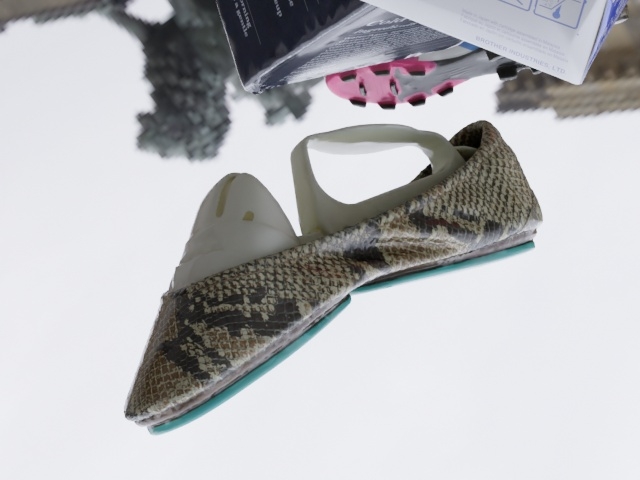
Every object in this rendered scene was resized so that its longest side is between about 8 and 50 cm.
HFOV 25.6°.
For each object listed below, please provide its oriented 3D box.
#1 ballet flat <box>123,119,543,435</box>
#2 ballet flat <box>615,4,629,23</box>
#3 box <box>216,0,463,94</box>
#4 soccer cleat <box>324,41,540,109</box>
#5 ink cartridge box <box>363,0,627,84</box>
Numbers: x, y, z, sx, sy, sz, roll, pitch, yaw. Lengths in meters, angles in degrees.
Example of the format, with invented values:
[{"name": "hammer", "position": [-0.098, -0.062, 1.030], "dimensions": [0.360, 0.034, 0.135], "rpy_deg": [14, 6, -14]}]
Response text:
[{"name": "ballet flat", "position": [0.000, 0.000, 1.252], "dimensions": [0.483, 0.182, 0.164], "rpy_deg": [-24, -176, -35]}, {"name": "ballet flat", "position": [0.144, -0.205, 1.241], "dimensions": [0.250, 0.058, 0.084], "rpy_deg": [-1, -174, 15]}, {"name": "box", "position": [0.044, -0.298, 0.798], "dimensions": [0.179, 0.343, 0.312], "rpy_deg": [-16, 178, -28]}, {"name": "soccer cleat", "position": [0.166, -0.277, 1.945], "dimensions": [0.331, 0.116, 0.143], "rpy_deg": [-10, -119, 15]}, {"name": "ink cartridge box", "position": [0.019, -0.135, 0.511], "dimensions": [0.207, 0.046, 0.097], "rpy_deg": [24, -131, 13]}]
